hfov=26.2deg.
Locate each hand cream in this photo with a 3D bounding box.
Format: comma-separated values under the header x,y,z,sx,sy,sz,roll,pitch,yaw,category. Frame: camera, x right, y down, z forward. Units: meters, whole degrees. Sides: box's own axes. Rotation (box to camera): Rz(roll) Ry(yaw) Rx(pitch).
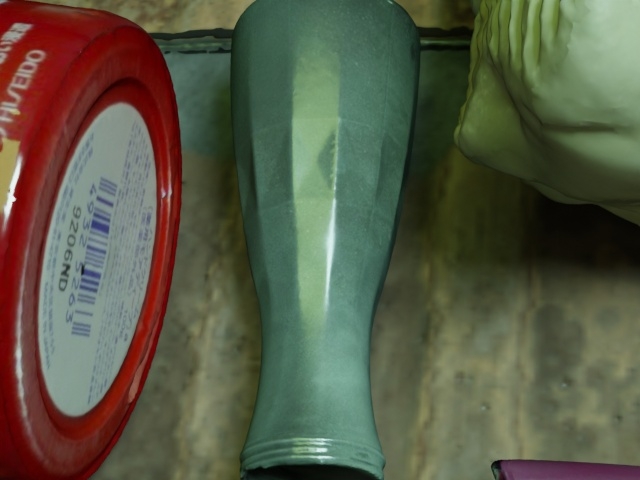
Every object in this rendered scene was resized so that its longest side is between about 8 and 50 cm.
x,y,z,sx,sy,sz,roll,pitch,yaw,category
-0.138,-0.002,0.532,0.125,0.193,0.193,7,60,10,hand cream

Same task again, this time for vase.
x,y,z,sx,sy,sz,roll,pitch,yaw,category
0.000,0.000,0.579,0.086,0.086,0.214,-2,63,7,vase

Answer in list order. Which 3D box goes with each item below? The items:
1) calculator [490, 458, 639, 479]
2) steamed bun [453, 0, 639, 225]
x,y,z,sx,sy,sz,roll,pitch,yaw,category
0.124,0.161,0.461,0.126,0.034,0.190,7,52,-12,calculator
0.171,-0.133,0.540,0.203,0.289,0.276,15,87,-3,steamed bun
